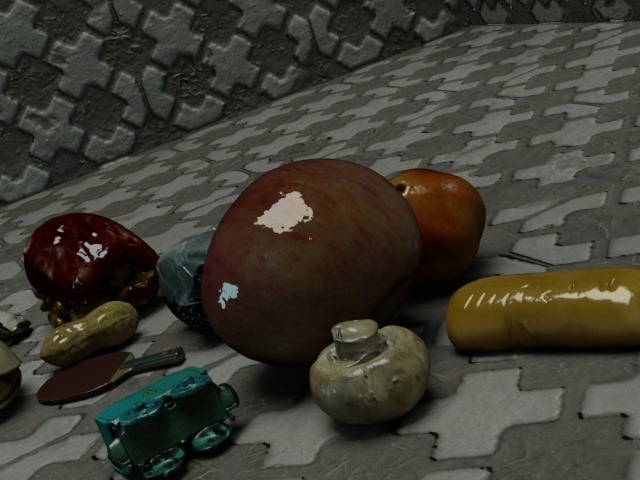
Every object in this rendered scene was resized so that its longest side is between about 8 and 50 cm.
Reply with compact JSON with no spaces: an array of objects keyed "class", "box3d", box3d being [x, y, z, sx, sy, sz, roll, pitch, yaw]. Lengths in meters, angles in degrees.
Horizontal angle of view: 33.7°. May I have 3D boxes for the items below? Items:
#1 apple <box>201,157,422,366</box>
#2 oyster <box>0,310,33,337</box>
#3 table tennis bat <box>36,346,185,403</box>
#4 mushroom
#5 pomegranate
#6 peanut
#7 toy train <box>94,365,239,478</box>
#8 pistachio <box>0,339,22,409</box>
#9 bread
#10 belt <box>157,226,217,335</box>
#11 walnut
[{"class":"apple","box3d":[0.000,0.042,1.572,0.269,0.344,0.345,19,36,30]},{"class":"oyster","box3d":[-0.671,0.177,2.190,0.163,0.081,0.191,10,7,6]},{"class":"table tennis bat","box3d":[-0.361,0.225,1.815,0.274,0.021,0.154,-15,18,15]},{"class":"mushroom","box3d":[0.064,0.172,1.402,0.166,0.127,0.166,-18,24,8]},{"class":"pomegranate","box3d":[0.175,-0.022,1.764,0.209,0.209,0.209,-16,18,5]},{"class":"peanut","box3d":[-0.420,0.172,1.925,0.193,0.089,0.089,-28,20,-18]},{"class":"toy train","box3d":[-0.217,0.252,1.470,0.198,0.107,0.154,-26,12,-27]},{"class":"pistachio","box3d":[-0.589,0.231,1.834,0.144,0.144,0.215,-26,25,-24]},{"class":"bread","box3d":[0.323,0.091,1.466,0.305,0.091,0.142,-6,26,33]},{"class":"belt","box3d":[-0.172,0.076,1.824,0.164,0.184,0.289,-36,20,-34]},{"class":"walnut","box3d":[-0.460,0.072,2.096,0.269,0.222,0.244,15,68,46]}]
